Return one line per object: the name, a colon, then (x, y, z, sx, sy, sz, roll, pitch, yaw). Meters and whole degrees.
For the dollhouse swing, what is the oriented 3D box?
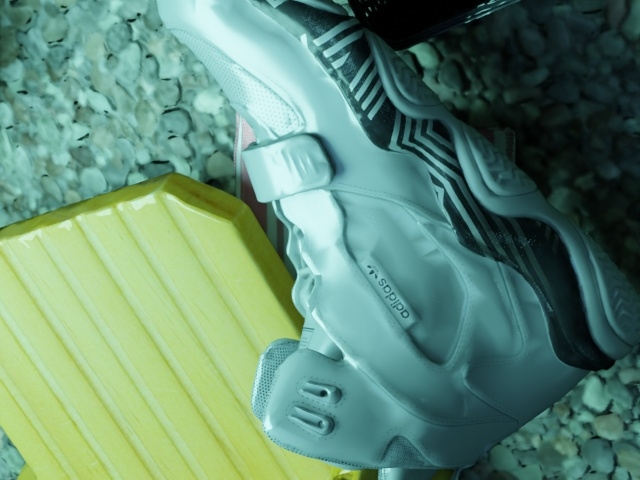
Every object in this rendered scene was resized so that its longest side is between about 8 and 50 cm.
dollhouse swing: (-0.137, 0.185, 1.228, 0.347, 0.315, 0.305, -15, 131, 34)

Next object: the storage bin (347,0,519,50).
storage bin: (0.058, -0.216, 1.045, 0.122, 0.084, 0.180, -20, 104, 34)

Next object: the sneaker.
sneaker: (0.000, 0.000, 1.064, 0.366, 0.137, 0.210, 42, 87, -5)

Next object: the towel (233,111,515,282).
towel: (0.035, -0.024, 1.190, 0.197, 0.029, 0.144, 12, 119, 21)
